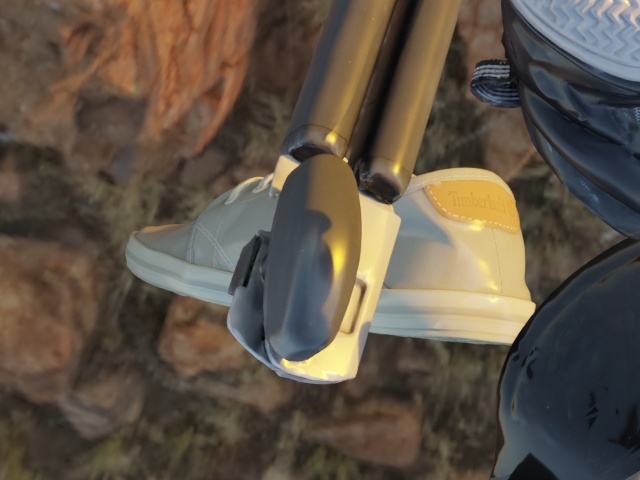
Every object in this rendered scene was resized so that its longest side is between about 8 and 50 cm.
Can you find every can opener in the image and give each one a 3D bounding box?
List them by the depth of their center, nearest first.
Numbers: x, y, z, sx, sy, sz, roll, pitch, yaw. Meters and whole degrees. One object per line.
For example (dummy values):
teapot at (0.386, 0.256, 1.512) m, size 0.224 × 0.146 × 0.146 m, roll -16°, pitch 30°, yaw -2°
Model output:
can opener at (0.027, -0.058, 0.841) m, size 0.076 × 0.283 × 0.095 m, roll 25°, pitch 154°, yaw -15°

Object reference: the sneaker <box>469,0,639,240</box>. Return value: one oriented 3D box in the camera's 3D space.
sneaker at (0.186, -0.057, 0.582) m, size 0.268 × 0.101 × 0.153 m, roll 15°, pitch 156°, yaw 1°

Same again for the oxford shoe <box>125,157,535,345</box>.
oxford shoe at (0.000, 0.000, 1.224) m, size 0.169 × 0.130 × 0.449 m, roll 6°, pitch 178°, yaw -35°

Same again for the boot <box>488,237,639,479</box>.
boot at (0.200, 0.095, 0.864) m, size 0.096 × 0.280 × 0.264 m, roll 31°, pitch 115°, yaw 32°
